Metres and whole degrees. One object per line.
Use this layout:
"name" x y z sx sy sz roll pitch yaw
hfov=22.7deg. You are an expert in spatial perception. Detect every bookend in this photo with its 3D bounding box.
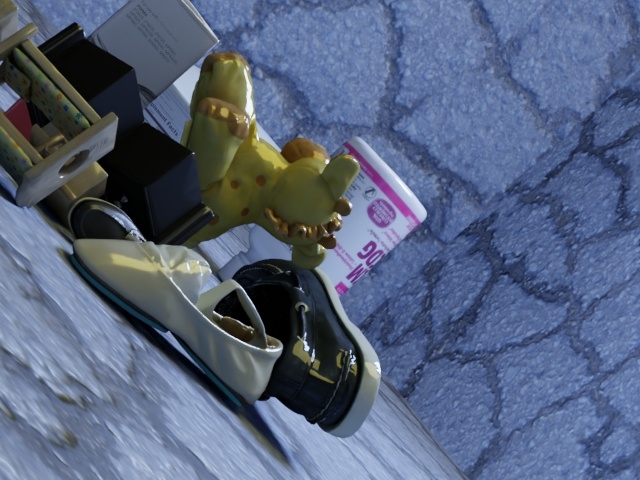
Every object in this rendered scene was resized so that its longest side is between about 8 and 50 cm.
"bookend" -0.182 -0.088 1.428 0.157 0.072 0.156 33 -33 28

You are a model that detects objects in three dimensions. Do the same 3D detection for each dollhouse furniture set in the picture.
"dollhouse furniture set" -0.273 -0.104 1.342 0.182 0.101 0.161 47 -24 10

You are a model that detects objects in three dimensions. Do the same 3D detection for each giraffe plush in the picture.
"giraffe plush" -0.054 -0.061 1.568 0.170 0.210 0.181 12 -25 -9

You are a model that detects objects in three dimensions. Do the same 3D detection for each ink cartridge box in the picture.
"ink cartridge box" -0.211 -0.166 1.605 0.092 0.218 0.158 47 2 -11

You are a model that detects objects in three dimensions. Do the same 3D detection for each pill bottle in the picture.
"pill bottle" 0.000 0.000 2.286 0.160 0.283 0.160 47 1 -1

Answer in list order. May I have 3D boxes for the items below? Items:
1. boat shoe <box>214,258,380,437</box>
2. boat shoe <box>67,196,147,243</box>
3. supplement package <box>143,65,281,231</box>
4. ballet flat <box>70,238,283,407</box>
"boat shoe" -0.053 0.088 1.579 0.113 0.127 0.340 22 15 -25
"boat shoe" -0.168 0.013 1.386 0.133 0.049 0.042 52 -10 -35
"supplement package" -0.202 -0.155 2.279 0.204 0.145 0.262 51 13 28
"ballet flat" -0.112 0.052 1.357 0.248 0.086 0.086 46 2 -43
